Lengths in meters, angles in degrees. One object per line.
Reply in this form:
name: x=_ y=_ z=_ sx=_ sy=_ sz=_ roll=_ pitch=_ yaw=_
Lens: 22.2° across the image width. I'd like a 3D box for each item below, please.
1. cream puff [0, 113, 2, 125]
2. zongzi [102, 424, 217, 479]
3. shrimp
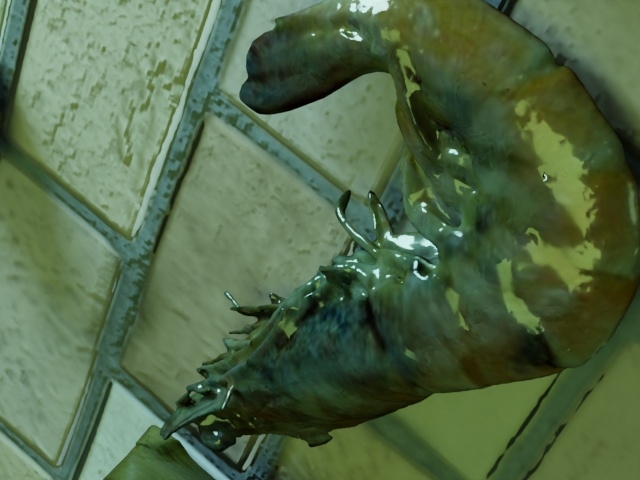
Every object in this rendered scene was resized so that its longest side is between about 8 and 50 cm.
cream puff: x=-0.188 y=-0.064 z=0.779 sx=0.083 sy=0.083 sz=0.058 roll=48 pitch=-176 yaw=-13
zongzi: x=-0.031 y=0.217 z=0.818 sx=0.205 sy=0.094 sz=0.204 roll=32 pitch=145 yaw=17
shrimp: x=0.000 y=0.000 z=0.663 sx=0.296 sy=0.058 sz=0.169 roll=-26 pitch=92 yaw=44
